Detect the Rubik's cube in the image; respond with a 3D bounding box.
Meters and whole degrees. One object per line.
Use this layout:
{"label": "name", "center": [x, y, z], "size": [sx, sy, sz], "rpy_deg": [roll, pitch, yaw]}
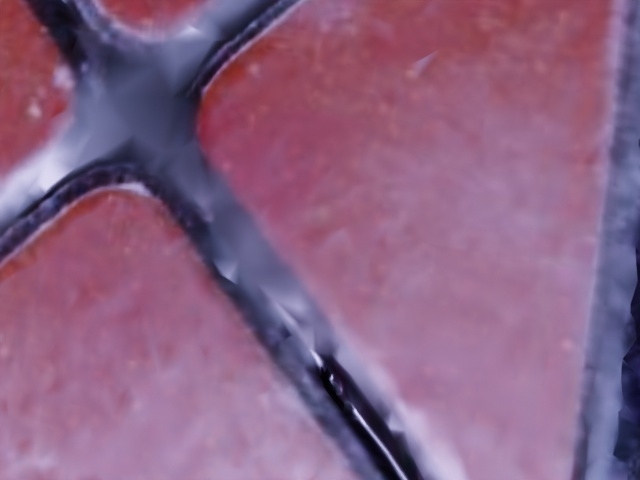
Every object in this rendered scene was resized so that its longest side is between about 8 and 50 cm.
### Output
{"label": "Rubik's cube", "center": [0.000, 0.000, 0.519], "size": [0.255, 0.260, 0.259], "rpy_deg": [7, 80, 19]}
